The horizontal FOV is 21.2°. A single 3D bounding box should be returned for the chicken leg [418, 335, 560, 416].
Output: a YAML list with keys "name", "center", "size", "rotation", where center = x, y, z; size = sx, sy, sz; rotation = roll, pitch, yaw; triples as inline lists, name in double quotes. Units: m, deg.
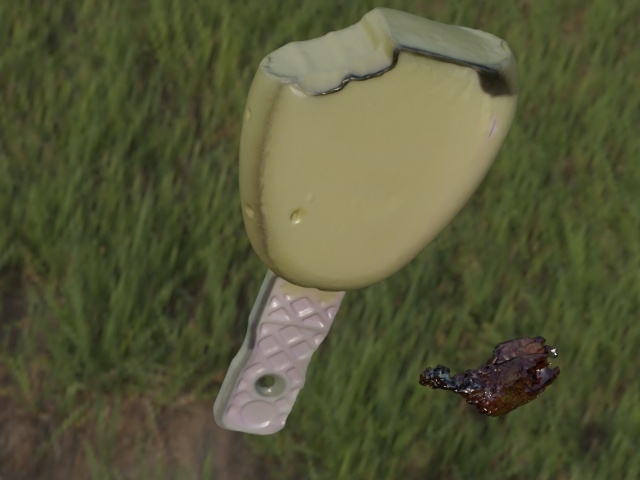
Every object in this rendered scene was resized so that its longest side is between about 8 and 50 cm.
- name: "chicken leg"
  center: [0.090, 0.071, 0.874]
  size: [0.083, 0.021, 0.036]
  rotation: [-15, 75, -30]

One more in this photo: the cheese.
- name: "cheese"
  center: [0.000, 0.000, 0.850]
  size: [0.127, 0.255, 0.050]
  rotation: [12, 32, -21]
